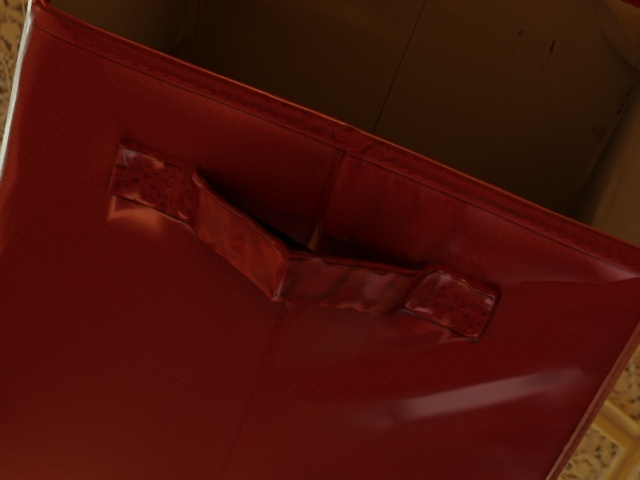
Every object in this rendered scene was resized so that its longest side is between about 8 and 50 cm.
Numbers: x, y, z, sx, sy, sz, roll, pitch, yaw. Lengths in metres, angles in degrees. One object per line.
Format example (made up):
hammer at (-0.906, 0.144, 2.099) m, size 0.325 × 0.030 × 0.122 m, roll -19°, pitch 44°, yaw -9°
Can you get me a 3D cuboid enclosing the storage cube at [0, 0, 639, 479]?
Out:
storage cube at (0.000, 0.000, 0.438) m, size 0.183 × 0.215 × 0.193 m, roll 22°, pitch -55°, yaw 2°
